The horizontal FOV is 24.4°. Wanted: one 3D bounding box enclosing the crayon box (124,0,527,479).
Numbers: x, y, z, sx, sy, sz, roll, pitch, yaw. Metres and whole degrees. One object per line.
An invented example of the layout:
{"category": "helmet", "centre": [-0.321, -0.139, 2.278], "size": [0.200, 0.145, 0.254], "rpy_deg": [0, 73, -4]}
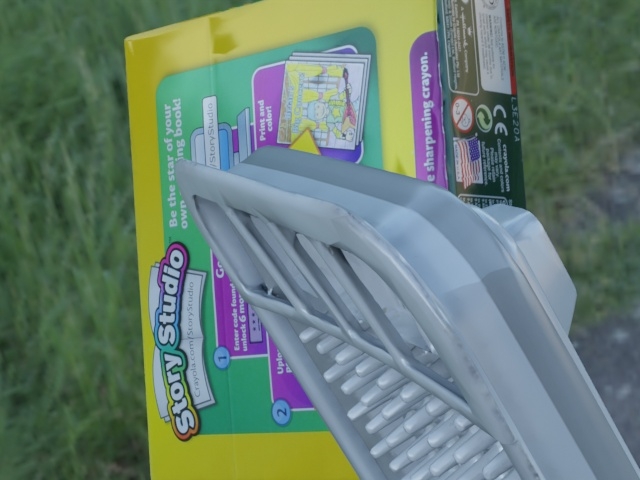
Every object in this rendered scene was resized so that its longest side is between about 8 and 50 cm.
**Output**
{"category": "crayon box", "centre": [0.000, 0.000, 1.117], "size": [0.313, 0.362, 0.106], "rpy_deg": [-8, -6, 41]}

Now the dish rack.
{"category": "dish rack", "centre": [0.074, 0.094, 0.662], "size": [0.072, 0.332, 0.285], "rpy_deg": [-35, 19, -14]}
